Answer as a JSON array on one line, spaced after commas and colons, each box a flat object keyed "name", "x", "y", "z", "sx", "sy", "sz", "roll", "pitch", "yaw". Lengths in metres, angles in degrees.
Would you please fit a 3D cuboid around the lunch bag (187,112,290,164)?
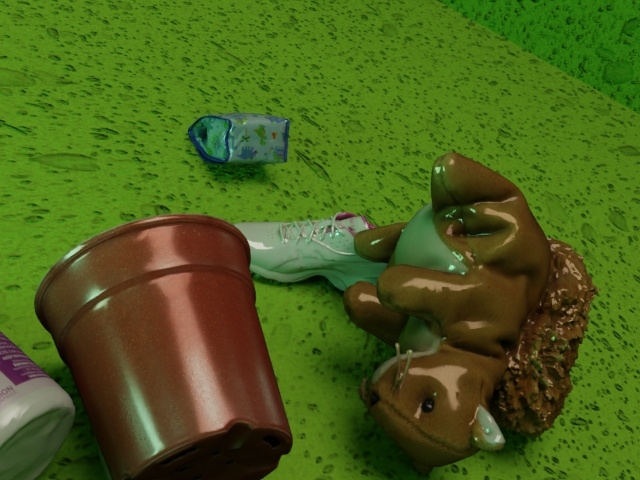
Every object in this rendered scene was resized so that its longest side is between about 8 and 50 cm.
[{"name": "lunch bag", "x": -0.146, "y": -0.181, "z": 1.797, "sx": 0.129, "sy": 0.096, "sz": 0.151, "roll": -2, "pitch": 15, "yaw": -34}]

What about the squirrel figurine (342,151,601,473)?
[{"name": "squirrel figurine", "x": 0.226, "y": 0.146, "z": 1.428, "sx": 0.397, "sy": 0.281, "sz": 0.370, "roll": 23, "pitch": 55, "yaw": -25}]

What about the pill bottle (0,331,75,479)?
[{"name": "pill bottle", "x": -0.433, "y": 0.147, "z": 1.136, "sx": 0.301, "sy": 0.169, "sz": 0.169, "roll": 38, "pitch": 37, "yaw": 16}]

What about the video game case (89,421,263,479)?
[{"name": "video game case", "x": -0.180, "y": 0.259, "z": 1.276, "sx": 0.193, "sy": 0.023, "sz": 0.212, "roll": 1, "pitch": 42, "yaw": -31}]

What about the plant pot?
[{"name": "plant pot", "x": -0.170, "y": 0.155, "z": 1.192, "sx": 0.272, "sy": 0.272, "sz": 0.265, "roll": -1, "pitch": 52, "yaw": -33}]

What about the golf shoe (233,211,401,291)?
[{"name": "golf shoe", "x": 0.000, "y": 0.000, "z": 1.619, "sx": 0.306, "sy": 0.140, "sz": 0.115, "roll": 10, "pitch": 40, "yaw": -19}]
